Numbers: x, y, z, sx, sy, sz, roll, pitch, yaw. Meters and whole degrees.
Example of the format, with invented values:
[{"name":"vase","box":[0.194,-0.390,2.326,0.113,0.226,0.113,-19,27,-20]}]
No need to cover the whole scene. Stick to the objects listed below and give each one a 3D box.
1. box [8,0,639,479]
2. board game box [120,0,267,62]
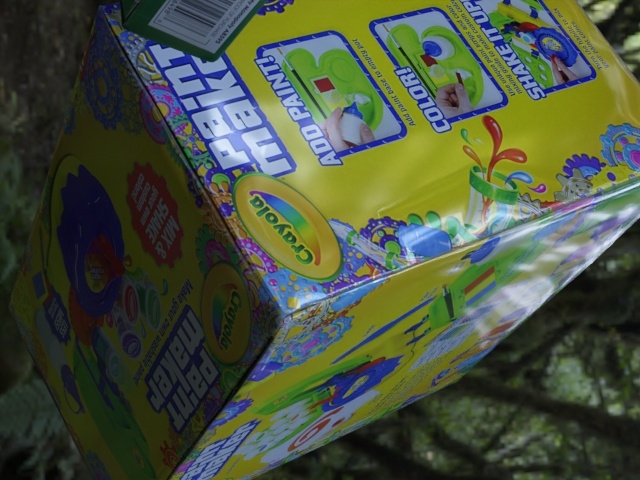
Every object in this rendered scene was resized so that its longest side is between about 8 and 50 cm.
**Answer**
[{"name":"box","box":[0.000,0.000,0.654,0.177,0.279,0.290,58,-36,17]},{"name":"board game box","box":[0.019,-0.246,0.405,0.317,0.046,0.213,-42,-136,35]}]
